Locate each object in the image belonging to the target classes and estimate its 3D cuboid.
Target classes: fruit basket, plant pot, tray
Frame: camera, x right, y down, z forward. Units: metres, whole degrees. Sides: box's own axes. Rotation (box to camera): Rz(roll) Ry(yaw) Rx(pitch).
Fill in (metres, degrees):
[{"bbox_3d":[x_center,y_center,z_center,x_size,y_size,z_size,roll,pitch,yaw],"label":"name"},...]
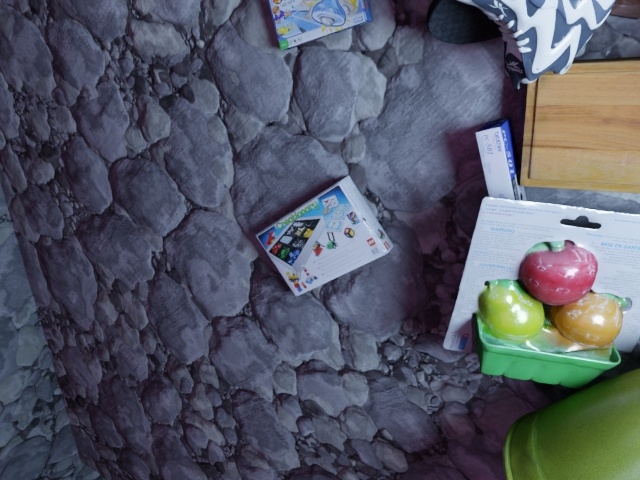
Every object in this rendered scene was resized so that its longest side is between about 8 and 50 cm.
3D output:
[{"bbox_3d":[0.410,0.090,0.845,0.328,0.165,0.352,7,119,7],"label":"fruit basket"},{"bbox_3d":[0.561,0.364,0.774,0.367,0.366,0.352,37,128,12],"label":"plant pot"},{"bbox_3d":[0.533,-0.173,0.727,0.412,0.076,0.202,7,116,28],"label":"tray"}]

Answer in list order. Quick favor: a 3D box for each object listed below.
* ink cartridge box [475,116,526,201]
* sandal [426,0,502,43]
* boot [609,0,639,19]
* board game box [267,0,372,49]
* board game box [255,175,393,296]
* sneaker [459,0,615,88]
[{"bbox_3d":[0.332,-0.109,0.865,0.046,0.097,0.206,-8,108,34],"label":"ink cartridge box"},{"bbox_3d":[0.349,-0.445,0.681,0.446,0.168,0.106,-29,59,38],"label":"sandal"},{"bbox_3d":[0.434,-0.342,0.731,0.115,0.037,0.106,5,154,6],"label":"boot"},{"bbox_3d":[-0.008,-0.471,0.943,0.202,0.035,0.136,-5,110,33],"label":"board game box"},{"bbox_3d":[0.000,0.000,1.151,0.305,0.053,0.192,-29,96,38],"label":"board game box"},{"bbox_3d":[0.281,-0.295,0.689,0.094,0.235,0.152,-111,25,-47],"label":"sneaker"}]
